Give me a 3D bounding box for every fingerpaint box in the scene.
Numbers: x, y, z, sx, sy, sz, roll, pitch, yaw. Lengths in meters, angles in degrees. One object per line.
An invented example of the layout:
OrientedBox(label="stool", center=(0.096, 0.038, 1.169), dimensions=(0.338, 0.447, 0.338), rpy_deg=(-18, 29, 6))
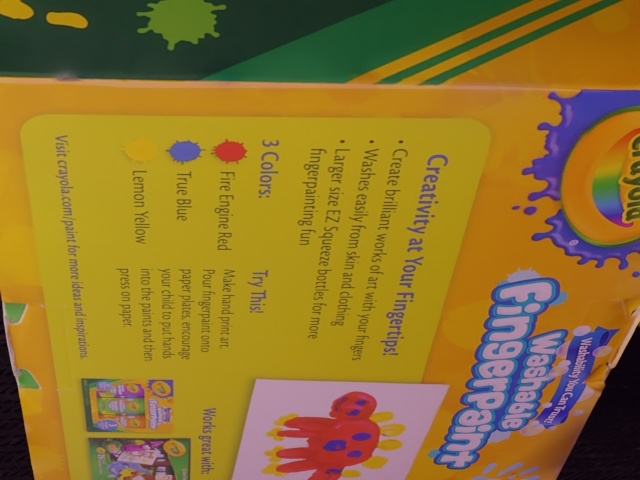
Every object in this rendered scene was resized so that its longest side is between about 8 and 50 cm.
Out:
OrientedBox(label="fingerpaint box", center=(0.000, 0.000, 0.783), dimensions=(0.371, 0.163, 0.445), rpy_deg=(0, 143, -6))
